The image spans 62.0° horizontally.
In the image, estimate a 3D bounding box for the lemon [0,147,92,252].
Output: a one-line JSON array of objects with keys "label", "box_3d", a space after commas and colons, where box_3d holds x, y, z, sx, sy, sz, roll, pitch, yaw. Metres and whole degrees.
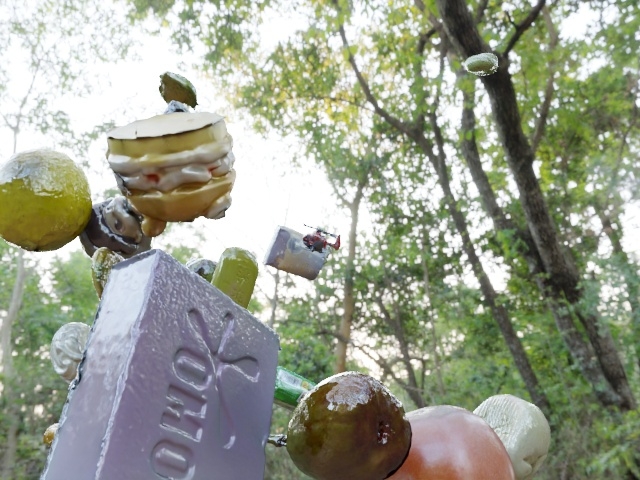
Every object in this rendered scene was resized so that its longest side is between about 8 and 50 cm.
[{"label": "lemon", "box_3d": [-0.723, -0.100, 1.385, 0.253, 0.311, 0.254, -9, -37, -7]}]

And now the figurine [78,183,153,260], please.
[{"label": "figurine", "box_3d": [-0.545, -0.066, 1.542, 0.380, 0.248, 0.203, -40, -22, 13]}]

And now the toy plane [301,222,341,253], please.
[{"label": "toy plane", "box_3d": [0.000, 0.000, 1.222, 0.037, 0.060, 0.145, 11, 4, -39]}]

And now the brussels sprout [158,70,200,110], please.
[{"label": "brussels sprout", "box_3d": [-0.520, -0.553, 1.966, 0.139, 0.101, 0.181, 0, -45, 28]}]

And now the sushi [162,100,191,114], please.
[{"label": "sushi", "box_3d": [-0.409, -0.325, 1.632, 0.115, 0.212, 0.147, -43, -6, 2]}]

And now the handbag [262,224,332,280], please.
[{"label": "handbag", "box_3d": [-0.057, 0.038, 1.433, 0.173, 0.117, 0.095, 20, 8, -19]}]

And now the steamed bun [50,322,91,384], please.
[{"label": "steamed bun", "box_3d": [-0.671, 0.318, 1.464, 0.106, 0.183, 0.183, -26, -25, 0]}]

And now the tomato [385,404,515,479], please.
[{"label": "tomato", "box_3d": [0.207, 0.411, 0.932, 0.255, 0.225, 0.256, -12, -8, -2]}]

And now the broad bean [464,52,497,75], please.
[{"label": "broad bean", "box_3d": [0.337, -0.369, 1.116, 0.063, 0.045, 0.083, 18, 26, 41]}]

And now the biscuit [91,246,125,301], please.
[{"label": "biscuit", "box_3d": [-0.388, 0.098, 1.062, 0.028, 0.119, 0.247, -9, -24, 5]}]

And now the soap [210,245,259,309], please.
[{"label": "soap", "box_3d": [-0.157, 0.081, 0.957, 0.089, 0.140, 0.045, 26, -15, -38]}]

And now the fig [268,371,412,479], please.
[{"label": "fig", "box_3d": [-0.001, 0.299, 0.823, 0.274, 0.146, 0.170, -21, -58, 32]}]

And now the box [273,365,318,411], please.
[{"label": "box", "box_3d": [-0.078, 0.529, 1.822, 0.250, 0.103, 0.180, 27, -25, -3]}]

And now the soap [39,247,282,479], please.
[{"label": "soap", "box_3d": [-0.179, 0.208, 0.697, 0.107, 0.296, 0.285, -16, -39, 26]}]

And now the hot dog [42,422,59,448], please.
[{"label": "hot dog", "box_3d": [-0.396, 0.337, 0.878, 0.165, 0.071, 0.045, -10, 23, 37]}]

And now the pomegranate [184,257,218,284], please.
[{"label": "pomegranate", "box_3d": [-0.318, 0.108, 1.399, 0.163, 0.125, 0.138, 19, -39, 29]}]

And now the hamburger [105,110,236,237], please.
[{"label": "hamburger", "box_3d": [-0.305, -0.142, 1.126, 0.276, 0.276, 0.237, -6, -68, -3]}]

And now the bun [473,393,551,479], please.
[{"label": "bun", "box_3d": [0.376, 0.417, 1.071, 0.128, 0.193, 0.178, 37, -26, -11]}]
